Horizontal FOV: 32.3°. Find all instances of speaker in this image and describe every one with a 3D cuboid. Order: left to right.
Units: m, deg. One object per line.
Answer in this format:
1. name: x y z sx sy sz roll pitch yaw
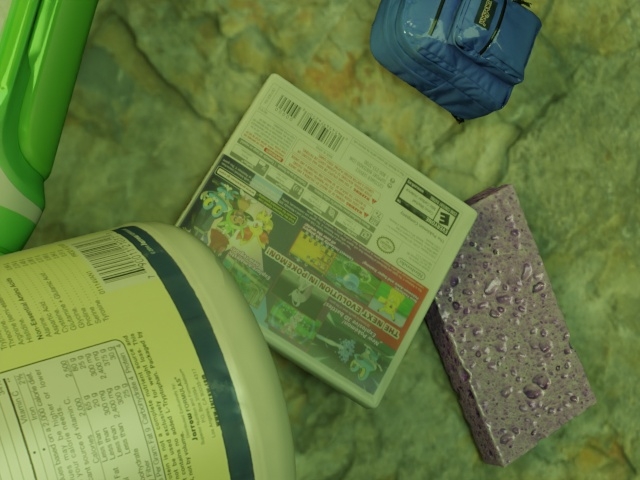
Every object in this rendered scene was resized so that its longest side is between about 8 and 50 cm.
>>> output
1. speaker: -0.208 -0.143 0.706 0.131 0.131 0.296 18 78 -26

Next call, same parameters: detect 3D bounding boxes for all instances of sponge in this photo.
1. sponge: 0.150 0.070 0.933 0.117 0.031 0.210 -26 99 -27

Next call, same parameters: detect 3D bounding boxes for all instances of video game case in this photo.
1. video game case: 0.000 0.000 0.846 0.201 0.023 0.183 34 71 -11

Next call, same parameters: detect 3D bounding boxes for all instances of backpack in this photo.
1. backpack: 0.109 -0.171 0.894 0.120 0.101 0.098 27 67 -20

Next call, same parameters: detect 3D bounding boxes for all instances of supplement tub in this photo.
1. supplement tub: -0.203 0.134 0.625 0.325 0.235 0.235 -16 93 -28
